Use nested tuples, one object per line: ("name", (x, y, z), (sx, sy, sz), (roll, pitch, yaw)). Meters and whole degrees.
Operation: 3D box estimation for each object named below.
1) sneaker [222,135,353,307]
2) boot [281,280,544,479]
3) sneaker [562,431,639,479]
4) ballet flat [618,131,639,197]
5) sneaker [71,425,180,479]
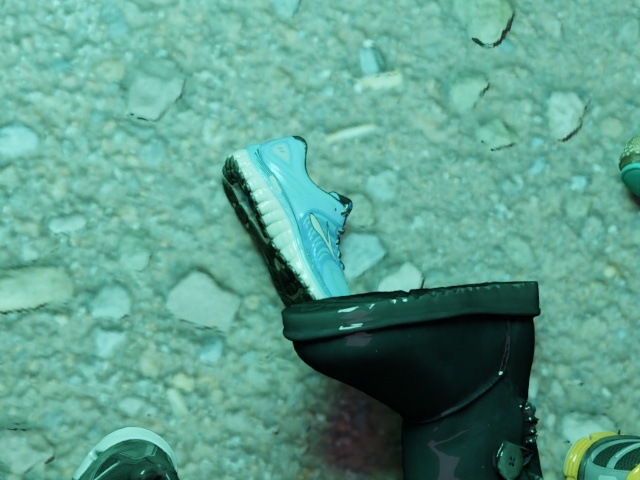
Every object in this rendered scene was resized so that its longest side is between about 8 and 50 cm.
("sneaker", (0.000, 0.000, 1.289), (0.073, 0.063, 0.162), (-30, 98, -19))
("boot", (0.076, 0.134, 1.256), (0.246, 0.094, 0.207), (-2, 88, -52))
("sneaker", (0.287, 0.180, 1.366), (0.214, 0.083, 0.084), (1, 87, -19))
("ballet flat", (0.310, -0.019, 1.386), (0.206, 0.073, 0.067), (41, 64, -17))
("sneaker", (-0.163, 0.225, 1.210), (0.078, 0.106, 0.234), (36, 79, -13))
